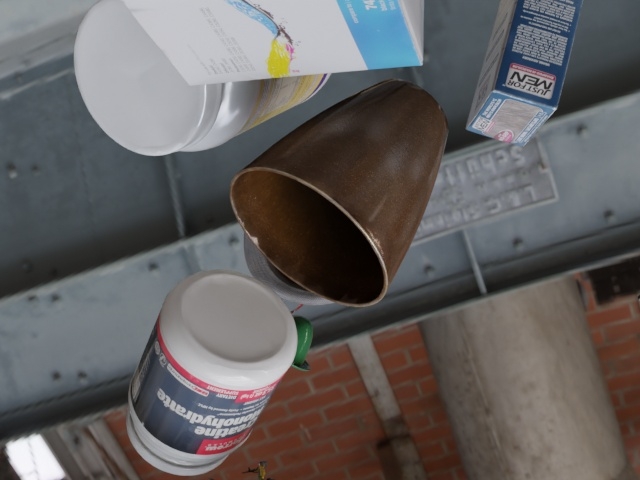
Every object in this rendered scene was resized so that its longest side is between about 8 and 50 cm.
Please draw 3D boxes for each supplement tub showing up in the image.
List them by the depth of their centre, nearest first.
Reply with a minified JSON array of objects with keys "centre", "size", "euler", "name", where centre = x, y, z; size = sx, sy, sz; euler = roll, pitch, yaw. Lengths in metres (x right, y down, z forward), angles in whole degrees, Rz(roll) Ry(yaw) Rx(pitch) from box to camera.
[{"centre":[-0.145,-0.259,1.319],"size":[0.241,0.241,0.331],"euler":[-4,-161,32],"name":"supplement tub"},{"centre":[-0.161,0.190,1.375],"size":[0.191,0.272,0.191],"euler":[15,-137,-15],"name":"supplement tub"}]

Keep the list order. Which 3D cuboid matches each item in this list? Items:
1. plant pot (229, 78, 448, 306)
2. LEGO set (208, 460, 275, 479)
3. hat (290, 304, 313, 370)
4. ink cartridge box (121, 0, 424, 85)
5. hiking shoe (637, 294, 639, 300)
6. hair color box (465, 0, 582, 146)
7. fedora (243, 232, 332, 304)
[{"centre":[0.047,-0.078,1.150],"size":[0.215,0.215,0.230],"euler":[7,-131,45],"name":"plant pot"},{"centre":[-0.159,0.387,1.350],"size":[0.255,0.192,0.331],"euler":[14,171,-15],"name":"LEGO set"},{"centre":[-0.041,0.176,2.208],"size":[0.183,0.173,0.208],"euler":[-54,-154,5],"name":"hat"},{"centre":[-0.041,-0.299,1.008],"size":[0.270,0.197,0.198],"euler":[-3,-109,15],"name":"ink cartridge box"},{"centre":[0.765,0.112,2.030],"size":[0.114,0.227,0.086],"euler":[-60,-158,26],"name":"hiking shoe"},{"centre":[0.337,-0.343,1.545],"size":[0.105,0.174,0.347],"euler":[17,-104,-1],"name":"hair color box"},{"centre":[0.000,0.000,1.910],"size":[0.276,0.243,0.124],"euler":[-2,-176,21],"name":"fedora"}]
